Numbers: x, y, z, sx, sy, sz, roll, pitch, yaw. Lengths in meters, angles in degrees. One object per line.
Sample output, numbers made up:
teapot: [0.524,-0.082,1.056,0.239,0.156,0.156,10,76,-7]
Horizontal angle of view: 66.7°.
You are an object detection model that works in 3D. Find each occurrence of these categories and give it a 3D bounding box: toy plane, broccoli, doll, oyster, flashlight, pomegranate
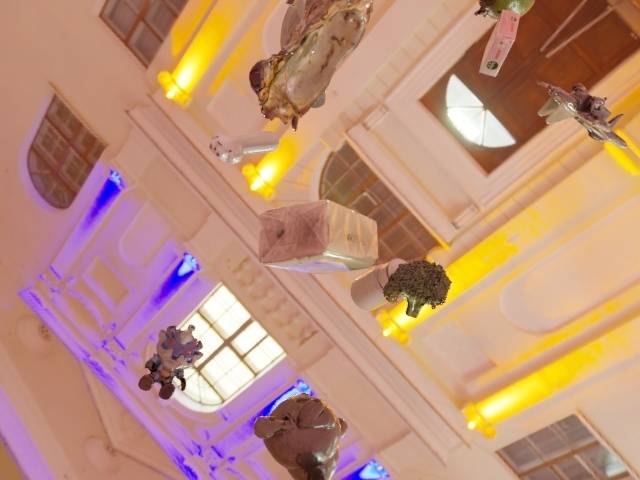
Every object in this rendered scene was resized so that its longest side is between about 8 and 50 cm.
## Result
toy plane: [0.556,-0.256,0.991,0.261,0.088,0.192,13,-144,-20]
broccoli: [0.300,0.169,1.527,0.219,0.194,0.194,-2,-135,-7]
doll: [-0.268,0.211,0.896,0.095,0.070,0.195,32,-159,-9]
oyster: [-0.007,-0.378,0.892,0.096,0.361,0.221,34,177,5]
flashlight: [-0.183,-0.234,1.201,0.200,0.048,0.093,-22,-119,-45]
pomegranate: [0.494,-0.676,1.250,0.156,0.220,0.156,15,-150,-9]
doll: [-0.020,0.614,1.355,0.379,0.252,0.383,60,175,41]

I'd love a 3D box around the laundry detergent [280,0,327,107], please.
laundry detergent: [-0.047,-0.607,1.639,0.124,0.264,0.399,5,-119,-27]

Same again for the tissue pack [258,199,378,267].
tissue pack: [0.000,0.000,1.735,0.380,0.296,0.208,17,-113,-58]

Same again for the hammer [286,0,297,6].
hammer: [0.005,-0.742,1.268,0.027,0.297,0.125,22,-159,-44]

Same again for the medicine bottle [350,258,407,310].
medicine bottle: [0.234,0.170,1.868,0.143,0.258,0.144,13,-120,-23]

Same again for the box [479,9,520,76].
box: [0.431,-0.474,1.174,0.043,0.125,0.089,18,-112,5]
